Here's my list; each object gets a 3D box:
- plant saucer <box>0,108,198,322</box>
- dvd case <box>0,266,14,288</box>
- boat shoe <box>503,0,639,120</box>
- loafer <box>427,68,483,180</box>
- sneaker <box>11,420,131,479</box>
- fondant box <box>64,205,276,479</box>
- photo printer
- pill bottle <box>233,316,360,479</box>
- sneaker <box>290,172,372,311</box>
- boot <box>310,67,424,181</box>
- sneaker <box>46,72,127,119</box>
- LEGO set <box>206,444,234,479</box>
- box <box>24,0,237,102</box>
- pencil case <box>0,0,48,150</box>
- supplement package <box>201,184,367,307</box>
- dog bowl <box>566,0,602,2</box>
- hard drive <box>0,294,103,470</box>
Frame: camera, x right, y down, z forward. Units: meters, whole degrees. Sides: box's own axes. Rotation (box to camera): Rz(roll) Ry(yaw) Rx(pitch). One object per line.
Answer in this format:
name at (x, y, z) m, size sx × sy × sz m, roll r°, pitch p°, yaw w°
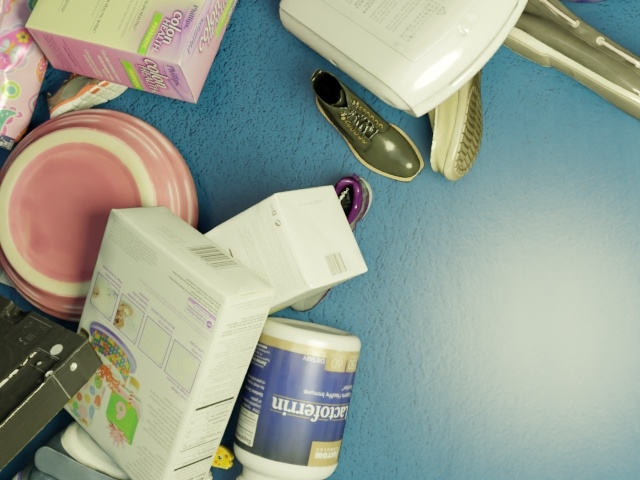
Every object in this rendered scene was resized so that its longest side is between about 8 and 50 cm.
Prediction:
plant saucer at (-0.354, -0.040, 1.251) m, size 0.332 × 0.084 × 0.331 m, roll 0°, pitch 87°, yaw 8°
dvd case at (-0.377, 0.023, 1.308) m, size 0.239 × 0.029 × 0.179 m, roll 21°, pitch 90°, yaw 10°
boat shoe at (0.407, -0.255, 1.162) m, size 0.335 × 0.112 × 0.095 m, roll 33°, pitch 97°, yaw 12°
loafer at (0.184, -0.214, 1.204) m, size 0.092 × 0.102 × 0.268 m, roll 1°, pitch 73°, yaw 25°
sneaker at (-0.299, 0.413, 1.223) m, size 0.236 × 0.130 × 0.322 m, roll -40°, pitch 77°, yaw 9°
fondant box at (-0.220, 0.150, 1.129) m, size 0.238 × 0.096 × 0.330 m, roll 35°, pitch 114°, yaw 30°
photo printer at (0.121, -0.330, 1.159) m, size 0.256 × 0.107 × 0.307 m, roll -49°, pitch 57°, yaw 2°
pill bottle at (-0.039, 0.252, 1.182) m, size 0.153 × 0.153 × 0.264 m, roll 11°, pitch 89°, yaw 9°
sneaker at (0.000, 0.000, 1.216) m, size 0.083 × 0.098 × 0.223 m, roll 25°, pitch 91°, yaw 9°
boot at (0.062, -0.163, 1.196) m, size 0.198 × 0.137 × 0.077 m, roll 39°, pitch 93°, yaw 8°
sneaker at (-0.370, -0.248, 1.308) m, size 0.158 × 0.061 × 0.064 m, roll -28°, pitch 77°, yaw 6°
LEGO set at (-0.166, 0.291, 1.233) m, size 0.093 × 0.087 × 0.227 m, roll 10°, pitch 90°, yaw 9°
box at (-0.272, -0.349, 1.241) m, size 0.243 × 0.117 × 0.213 m, roll 15°, pitch 72°, yaw 10°
pencil case at (-0.493, -0.291, 1.298) m, size 0.124 × 0.124 × 0.284 m, roll 17°, pitch 89°, yaw 9°
supplement package at (-0.084, 0.035, 1.162) m, size 0.244 × 0.139 × 0.133 m, roll -27°, pitch 82°, yaw 36°
dog bowl at (0.389, -0.481, 1.180) m, size 0.265 × 0.104 × 0.264 m, roll 0°, pitch 87°, yaw 9°
hard drive at (-0.485, 0.230, 1.095) m, size 0.237 × 0.064 × 0.339 m, roll 17°, pitch 50°, yaw 35°
